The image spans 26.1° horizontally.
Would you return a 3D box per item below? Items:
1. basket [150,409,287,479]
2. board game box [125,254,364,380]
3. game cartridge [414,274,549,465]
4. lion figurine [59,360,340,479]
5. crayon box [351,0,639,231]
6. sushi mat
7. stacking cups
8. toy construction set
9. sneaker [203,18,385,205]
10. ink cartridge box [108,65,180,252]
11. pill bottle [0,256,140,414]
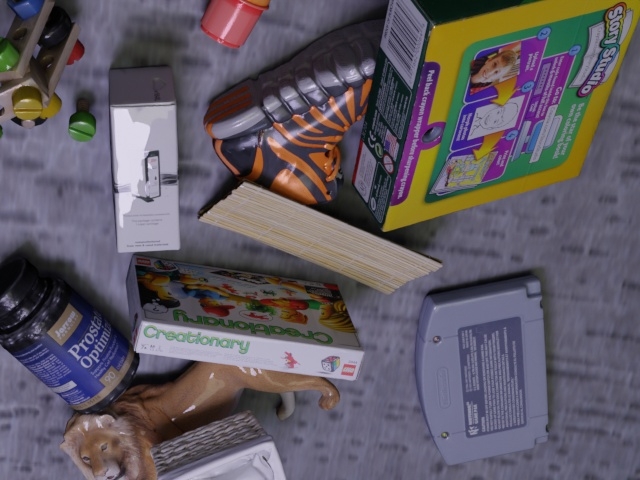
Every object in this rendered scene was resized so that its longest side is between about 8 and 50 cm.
[{"bbox_3d":[-0.142,0.318,1.884,0.167,0.103,0.113,-20,122,-12],"label":"basket"},{"bbox_3d":[-0.107,0.105,1.881,0.305,0.193,0.053,9,114,-16],"label":"board game box"},{"bbox_3d":[0.242,0.199,2.082,0.196,0.060,0.294,-12,118,-10],"label":"game cartridge"},{"bbox_3d":[-0.165,0.230,1.983,0.392,0.142,0.240,-43,110,-5],"label":"lion figurine"},{"bbox_3d":[0.221,-0.198,1.736,0.313,0.106,0.363,-17,145,-22],"label":"crayon box"},{"bbox_3d":[0.000,0.000,1.897,0.317,0.019,0.151,22,152,-20],"label":"sushi mat"},{"bbox_3d":[-0.055,-0.386,1.704,0.096,0.096,0.316,24,109,-22],"label":"stacking cups"},{"bbox_3d":[-0.405,-0.188,1.609,0.258,0.237,0.308,-2,135,-5],"label":"toy construction set"},{"bbox_3d":[0.020,-0.163,1.829,0.321,0.124,0.180,-23,123,12],"label":"sneaker"},{"bbox_3d":[-0.227,-0.107,1.776,0.086,0.148,0.203,-3,116,-8],"label":"ink cartridge box"},{"bbox_3d":[-0.360,0.128,1.880,0.123,0.123,0.219,-38,118,8],"label":"pill bottle"}]
